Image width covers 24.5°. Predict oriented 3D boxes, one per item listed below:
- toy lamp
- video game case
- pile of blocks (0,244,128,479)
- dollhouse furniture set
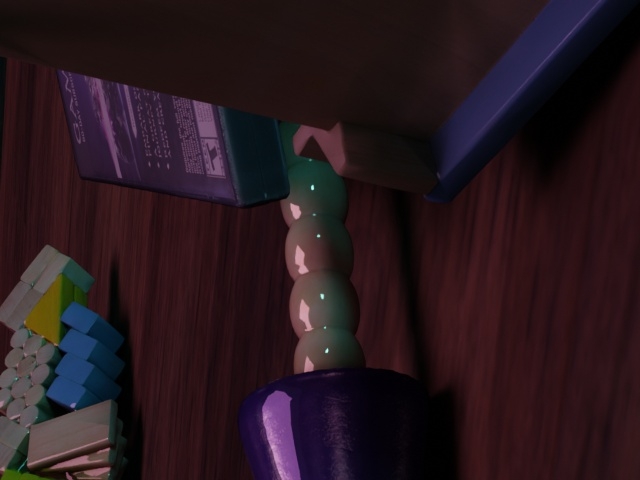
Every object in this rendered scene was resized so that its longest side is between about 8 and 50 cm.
[{"bbox_3d":[0.000,0.000,0.612,0.080,0.080,0.274,122,149,-59],"label":"toy lamp"},{"bbox_3d":[-0.087,-0.118,0.641,0.274,0.026,0.196,-167,65,-69],"label":"video game case"},{"bbox_3d":[-0.208,0.171,1.273,0.112,0.149,0.362,48,-147,-45],"label":"pile of blocks"},{"bbox_3d":[-0.039,-0.179,0.394,0.303,0.286,0.198,-52,38,44],"label":"dollhouse furniture set"}]
